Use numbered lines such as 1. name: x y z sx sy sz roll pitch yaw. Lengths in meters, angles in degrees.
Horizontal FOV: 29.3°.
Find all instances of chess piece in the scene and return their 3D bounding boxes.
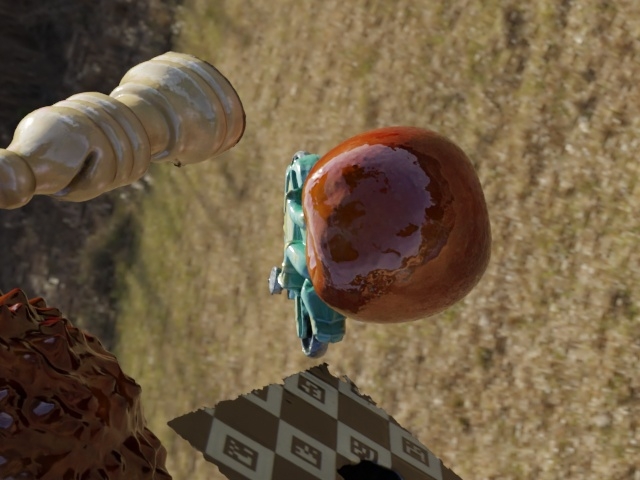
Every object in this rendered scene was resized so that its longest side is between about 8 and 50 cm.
1. chess piece: -0.226 -0.101 1.221 0.139 0.307 0.124 51 130 8

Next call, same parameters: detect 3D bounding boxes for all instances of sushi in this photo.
1. sushi: 0.046 0.213 0.867 0.290 0.264 0.050 40 108 15

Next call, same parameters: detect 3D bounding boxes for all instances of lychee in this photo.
1. lychee: -0.341 0.233 0.981 0.425 0.500 0.424 7 106 24

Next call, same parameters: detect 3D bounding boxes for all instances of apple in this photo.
1. apple: 0.082 -0.017 1.340 0.218 0.201 0.218 171 90 -86

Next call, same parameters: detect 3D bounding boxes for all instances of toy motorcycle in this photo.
1. toy motorcycle: 0.000 0.002 1.604 0.198 0.109 0.296 127 142 -68
